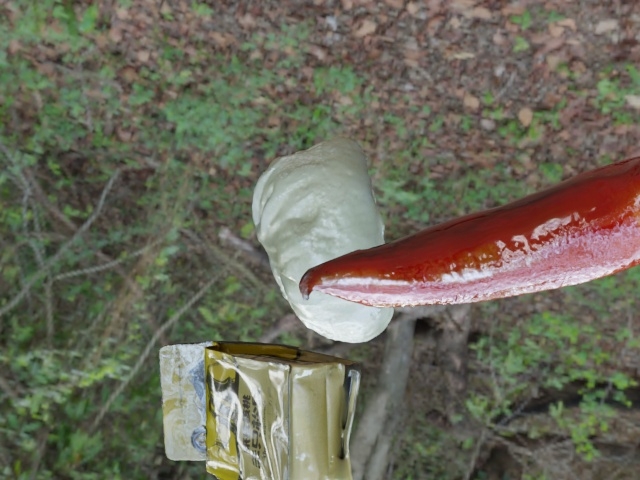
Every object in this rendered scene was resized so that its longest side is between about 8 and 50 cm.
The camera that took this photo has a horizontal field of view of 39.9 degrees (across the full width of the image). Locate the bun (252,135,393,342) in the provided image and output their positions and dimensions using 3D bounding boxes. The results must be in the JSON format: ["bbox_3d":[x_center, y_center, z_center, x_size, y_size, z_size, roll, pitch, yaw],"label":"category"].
[{"bbox_3d":[0.000,0.000,1.523,0.210,0.360,0.360,-12,160,-1],"label":"bun"}]

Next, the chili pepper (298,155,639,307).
[{"bbox_3d":[0.174,0.001,0.722,0.368,0.092,0.137,-22,168,13],"label":"chili pepper"}]

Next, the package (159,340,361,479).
[{"bbox_3d":[-0.033,0.090,0.458,0.047,0.071,0.131,-4,-179,-36],"label":"package"}]
